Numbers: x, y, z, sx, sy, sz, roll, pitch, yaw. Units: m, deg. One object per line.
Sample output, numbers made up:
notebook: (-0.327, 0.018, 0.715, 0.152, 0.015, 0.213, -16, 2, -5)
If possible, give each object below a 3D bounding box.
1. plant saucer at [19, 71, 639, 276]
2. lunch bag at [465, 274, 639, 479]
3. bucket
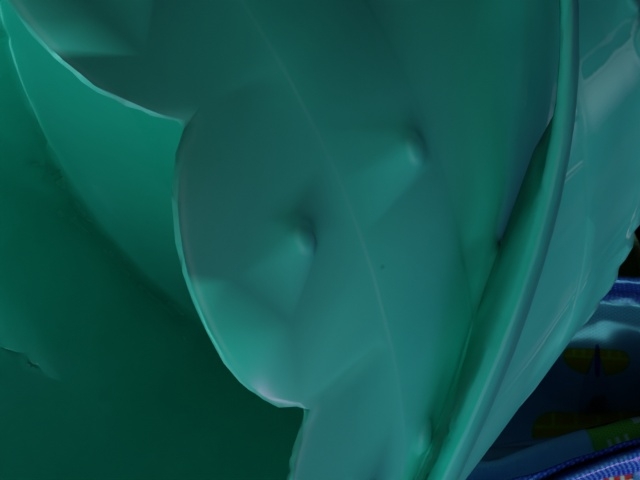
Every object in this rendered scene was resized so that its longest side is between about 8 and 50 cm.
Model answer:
plant saucer: (0.000, 0.000, 0.659, 0.241, 0.037, 0.241, 9, 142, 7)
lunch bag: (0.064, 0.102, 0.661, 0.293, 0.138, 0.221, -8, 143, 6)
bucket: (-0.063, -0.021, 0.456, 0.281, 0.183, 0.281, 21, 129, 29)
